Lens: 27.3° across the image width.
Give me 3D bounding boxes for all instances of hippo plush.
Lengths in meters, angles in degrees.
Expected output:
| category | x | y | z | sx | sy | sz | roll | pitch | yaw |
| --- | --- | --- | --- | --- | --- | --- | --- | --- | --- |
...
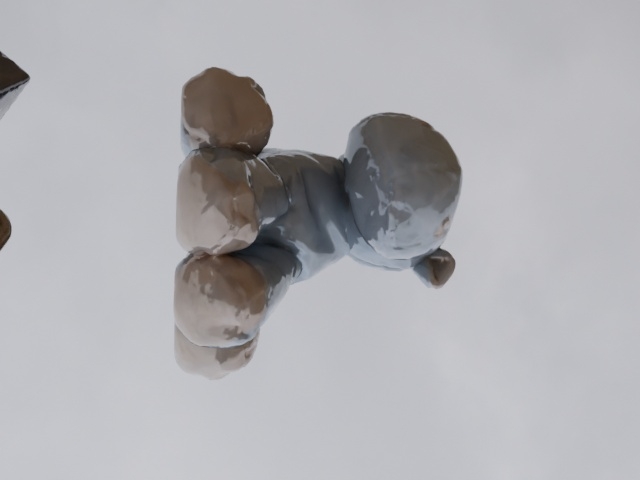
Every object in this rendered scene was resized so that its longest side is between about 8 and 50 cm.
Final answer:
| category | x | y | z | sx | sy | sz | roll | pitch | yaw |
| --- | --- | --- | --- | --- | --- | --- | --- | --- | --- |
| hippo plush | 0.000 | 0.000 | 1.098 | 0.237 | 0.294 | 0.234 | 2 | -107 | -5 |

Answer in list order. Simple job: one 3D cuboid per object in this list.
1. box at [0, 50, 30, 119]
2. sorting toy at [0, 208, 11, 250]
| category | x | y | z | sx | sy | sz | roll | pitch | yaw |
| --- | --- | --- | --- | --- | --- | --- | --- | --- | --- |
| box | -0.257 | -0.045 | 0.706 | 0.093 | 0.158 | 0.156 | 39 | -163 | -4 |
| sorting toy | -0.288 | 0.119 | 0.668 | 0.041 | 0.307 | 0.229 | 48 | -163 | -19 |
